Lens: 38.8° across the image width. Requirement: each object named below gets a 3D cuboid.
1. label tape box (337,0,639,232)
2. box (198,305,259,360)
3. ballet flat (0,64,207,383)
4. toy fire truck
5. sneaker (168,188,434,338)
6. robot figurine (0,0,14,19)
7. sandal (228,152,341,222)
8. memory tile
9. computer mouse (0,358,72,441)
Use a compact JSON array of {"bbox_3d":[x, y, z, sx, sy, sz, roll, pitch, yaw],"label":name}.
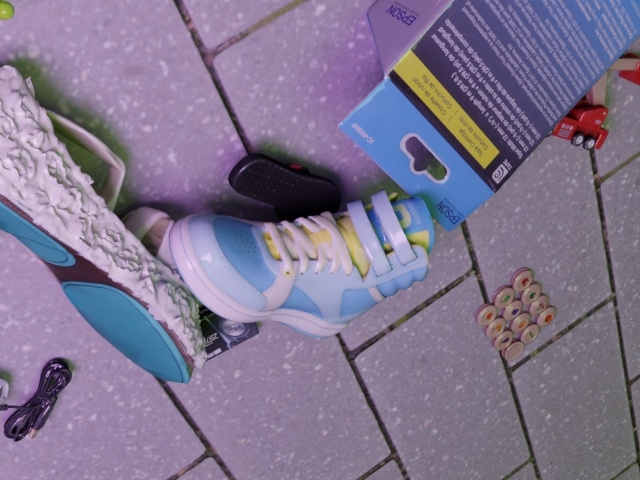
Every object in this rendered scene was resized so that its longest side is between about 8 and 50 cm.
[{"bbox_3d":[0.181,-0.212,1.022,0.348,0.115,0.249,-47,132,6],"label":"label tape box"},{"bbox_3d":[-0.120,0.102,1.090,0.083,0.018,0.067,-26,130,-17],"label":"box"},{"bbox_3d":[-0.213,-0.008,0.890,0.147,0.147,0.409,-40,133,-5],"label":"ballet flat"},{"bbox_3d":[0.354,-0.191,1.189,0.192,0.047,0.135,10,113,-36],"label":"toy fire truck"},{"bbox_3d":[0.000,0.000,0.970,0.208,0.127,0.319,-31,156,21],"label":"sneaker"},{"bbox_3d":[-0.279,-0.231,0.737,0.115,0.067,0.101,-23,129,-19],"label":"robot figurine"},{"bbox_3d":[-0.038,-0.062,1.017,0.067,0.040,0.179,-47,142,14],"label":"sandal"},{"bbox_3d":[0.297,0.115,1.374,0.113,0.012,0.148,-43,133,-1],"label":"memory tile"},{"bbox_3d":[-0.367,0.162,0.956,0.193,0.042,0.106,16,114,-45],"label":"computer mouse"}]
